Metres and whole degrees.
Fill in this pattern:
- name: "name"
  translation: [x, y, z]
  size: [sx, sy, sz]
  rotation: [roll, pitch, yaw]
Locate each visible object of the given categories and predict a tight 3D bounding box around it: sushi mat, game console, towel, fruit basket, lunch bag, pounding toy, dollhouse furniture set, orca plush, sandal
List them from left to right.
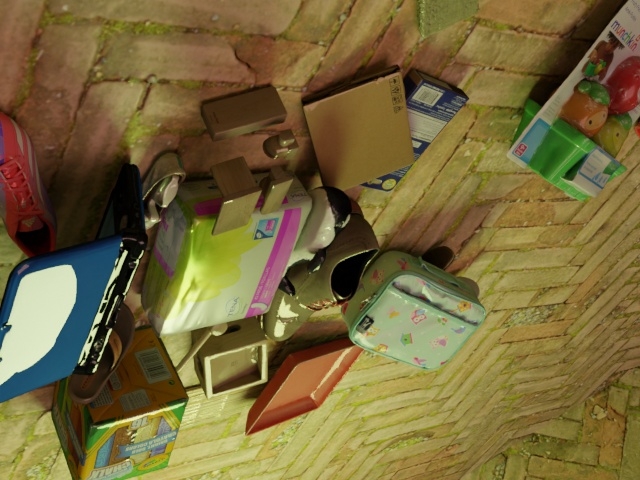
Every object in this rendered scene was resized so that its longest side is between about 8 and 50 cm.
- name: "game console"
  translation: [-0.363, 0.057, 1.178]
  size: [0.173, 0.250, 0.293]
  rotation: [10, 130, -26]
- name: "sandal"
  translation: [-0.359, 0.182, 1.393]
  size: [0.049, 0.072, 0.180]
  rotation: [114, 0, -68]
- name: "pounding toy"
  translation: [-0.201, 0.196, 1.616]
  size: [0.181, 0.094, 0.206]
  rotation: [-14, 134, -19]
- name: "sushi mat"
  translation: [-0.210, 0.350, 1.870]
  size: [0.316, 0.019, 0.151]
  rotation: [-10, 142, -32]
- name: "dollhouse furniture set"
  translation: [-0.113, -0.116, 1.245]
  size: [0.144, 0.151, 0.123]
  rotation: [-19, 164, -21]
- name: "orca plush"
  translation: [0.000, 0.000, 1.460]
  size: [0.102, 0.151, 0.287]
  rotation: [-4, 140, -28]
- name: "lunch bag"
  translation: [0.197, 0.149, 1.797]
  size: [0.279, 0.108, 0.224]
  rotation: [24, 119, -28]
- name: "towel"
  translation: [0.189, -0.372, 1.256]
  size: [0.110, 0.027, 0.148]
  rotation: [-27, 148, -8]
- name: "fruit basket"
  translation: [0.539, -0.248, 1.600]
  size: [0.353, 0.165, 0.327]
  rotation: [-49, 145, 17]

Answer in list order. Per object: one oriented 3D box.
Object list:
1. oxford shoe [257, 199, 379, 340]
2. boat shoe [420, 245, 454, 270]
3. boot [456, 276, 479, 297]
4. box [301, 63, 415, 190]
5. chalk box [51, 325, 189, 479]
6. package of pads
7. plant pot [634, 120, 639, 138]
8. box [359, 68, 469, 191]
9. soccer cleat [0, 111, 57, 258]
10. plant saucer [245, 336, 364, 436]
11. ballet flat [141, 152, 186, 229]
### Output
- name: "oxford shoe"
  translation: [-0.011, 0.089, 1.592]
  size: [0.123, 0.130, 0.348]
  rotation: [-2, 136, -40]
- name: "boat shoe"
  translation: [0.235, 0.065, 1.853]
  size: [0.152, 0.056, 0.049]
  rotation: [-38, 154, 25]
- name: "boot"
  translation: [0.249, 0.174, 1.984]
  size: [0.258, 0.095, 0.123]
  rotation: [-22, 153, -2]
- name: "box"
  translation: [0.065, -0.173, 1.367]
  size: [0.164, 0.021, 0.201]
  rotation: [-21, 138, -4]
- name: "chalk box"
  translation: [-0.376, 0.324, 1.542]
  size: [0.179, 0.180, 0.289]
  rotation: [-9, 139, -32]
- name: "package of pads"
  translation: [-0.166, 0.026, 1.403]
  size: [0.229, 0.101, 0.296]
  rotation: [-10, 141, -32]
- name: "plant pot"
  translation: [0.857, -0.251, 1.801]
  size: [0.243, 0.275, 0.275]
  rotation: [-52, 144, 10]
- name: "box"
  translation: [0.138, -0.182, 1.453]
  size: [0.136, 0.036, 0.225]
  rotation: [9, 128, -46]
- name: "soccer cleat"
  translation: [-0.392, -0.065, 1.092]
  size: [0.083, 0.095, 0.248]
  rotation: [-24, 147, -17]
- name: "plant saucer"
  translation: [-0.038, 0.318, 1.918]
  size: [0.259, 0.048, 0.258]
  rotation: [-10, 142, -49]
- name: "ballet flat"
  translation: [-0.252, -0.057, 1.264]
  size: [0.057, 0.052, 0.168]
  rotation: [2, 134, -43]
